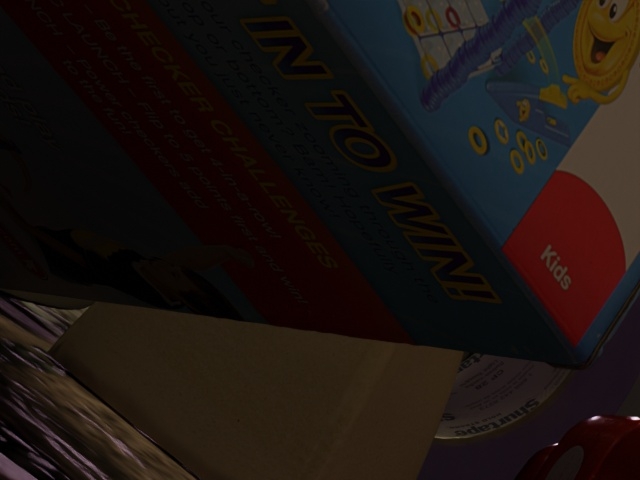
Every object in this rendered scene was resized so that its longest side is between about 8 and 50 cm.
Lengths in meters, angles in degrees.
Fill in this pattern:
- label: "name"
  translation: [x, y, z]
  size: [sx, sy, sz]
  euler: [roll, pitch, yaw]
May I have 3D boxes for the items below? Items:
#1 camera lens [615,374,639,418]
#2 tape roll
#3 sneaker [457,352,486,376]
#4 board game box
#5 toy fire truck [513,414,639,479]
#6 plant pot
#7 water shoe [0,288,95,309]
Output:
- label: "camera lens"
  translation: [0.184, 0.085, 1.091]
  size: [0.219, 0.219, 0.274]
  euler: [36, 2, 36]
- label: "tape roll"
  translation: [0.051, 0.018, 0.882]
  size: [0.189, 0.189, 0.080]
  euler: [35, 2, -22]
- label: "sneaker"
  translation: [-0.033, 0.000, 0.936]
  size: [0.271, 0.100, 0.108]
  euler: [28, -17, -8]
- label: "board game box"
  translation: [-0.095, -0.111, 0.486]
  size: [0.302, 0.086, 0.308]
  euler: [5, -39, 51]
- label: "toy fire truck"
  translation: [0.118, 0.117, 0.468]
  size: [0.217, 0.158, 0.246]
  euler: [34, -10, -12]
- label: "plant pot"
  translation: [-0.009, 0.038, 0.691]
  size: [0.109, 0.096, 0.109]
  euler: [35, 1, 23]
- label: "water shoe"
  translation: [-0.151, -0.054, 0.713]
  size: [0.203, 0.080, 0.073]
  euler: [36, 2, 10]
